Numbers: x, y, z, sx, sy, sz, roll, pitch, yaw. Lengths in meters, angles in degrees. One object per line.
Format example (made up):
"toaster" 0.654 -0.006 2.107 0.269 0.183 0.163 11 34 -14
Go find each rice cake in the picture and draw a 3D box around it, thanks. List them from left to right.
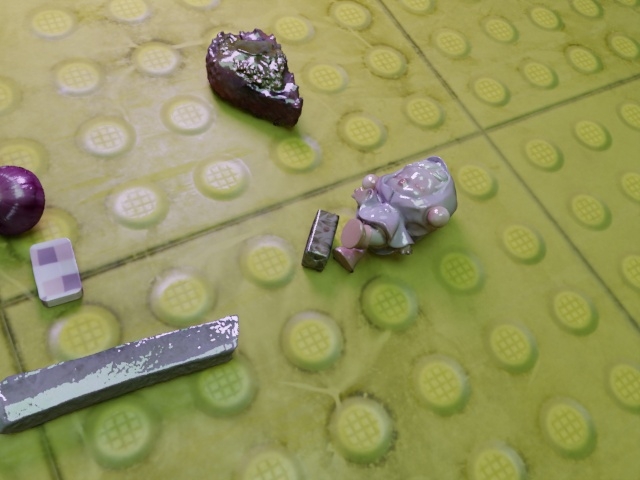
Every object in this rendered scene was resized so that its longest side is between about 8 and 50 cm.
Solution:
"rice cake" -0.290 0.191 0.868 0.365 0.056 0.072 -16 59 -20

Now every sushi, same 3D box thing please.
"sushi" -0.140 -0.325 1.176 0.161 0.107 0.241 -13 64 -15

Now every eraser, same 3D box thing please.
"eraser" -0.422 0.050 0.938 0.065 0.026 0.105 -15 64 -23

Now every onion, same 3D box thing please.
"onion" -0.501 -0.065 0.953 0.115 0.115 0.104 36 15 9

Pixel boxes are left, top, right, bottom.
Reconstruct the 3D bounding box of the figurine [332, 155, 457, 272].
"figurine" 0.141 -0.048 1.062 0.276 0.133 0.200 -34 44 -23

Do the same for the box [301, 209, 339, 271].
"box" 0.000 0.000 1.040 0.045 0.062 0.098 17 57 -4
